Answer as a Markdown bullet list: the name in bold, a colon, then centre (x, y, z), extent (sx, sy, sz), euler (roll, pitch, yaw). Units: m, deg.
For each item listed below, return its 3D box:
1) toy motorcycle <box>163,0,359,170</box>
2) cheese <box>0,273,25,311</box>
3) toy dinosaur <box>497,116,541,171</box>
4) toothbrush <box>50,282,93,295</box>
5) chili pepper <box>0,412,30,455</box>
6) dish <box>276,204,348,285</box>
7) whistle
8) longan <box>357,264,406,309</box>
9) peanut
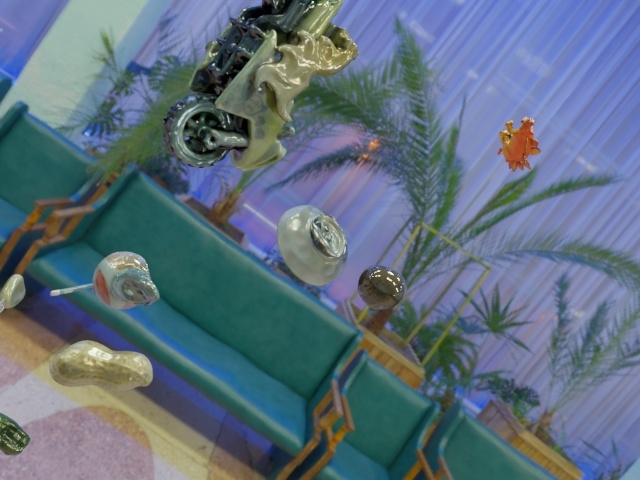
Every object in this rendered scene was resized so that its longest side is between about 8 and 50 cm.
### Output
- **toy motorcycle**: centre (-0.094, -0.287, 1.026), extent (0.169, 0.410, 0.237), euler (39, 7, 38)
- **cheese**: centre (-1.004, 0.190, 1.870), extent (0.038, 0.096, 0.192), euler (5, 29, -2)
- **toy dinosaur**: centre (0.505, -0.233, 1.500), extent (0.288, 0.071, 0.117), euler (83, -14, -77)
- **toothbrush**: centre (-0.849, 0.169, 2.140), extent (0.025, 0.019, 0.276), euler (28, 26, 35)
- **chili pepper**: centre (-0.818, 0.465, 1.466), extent (0.204, 0.073, 0.072), euler (54, 36, -24)
- **dish**: centre (0.000, 0.000, 2.199), extent (0.324, 0.124, 0.323), euler (22, 56, -35)
- **whistle**: centre (-0.586, 0.133, 1.767), extent (0.189, 0.189, 0.348), euler (33, -13, -31)
- **longan**: centre (0.220, 0.167, 2.072), extent (0.187, 0.167, 0.167), euler (-1, 32, -41)
- **peanut**: centre (-0.562, 0.324, 1.514), extent (0.257, 0.123, 0.123), euler (12, 19, -29)
